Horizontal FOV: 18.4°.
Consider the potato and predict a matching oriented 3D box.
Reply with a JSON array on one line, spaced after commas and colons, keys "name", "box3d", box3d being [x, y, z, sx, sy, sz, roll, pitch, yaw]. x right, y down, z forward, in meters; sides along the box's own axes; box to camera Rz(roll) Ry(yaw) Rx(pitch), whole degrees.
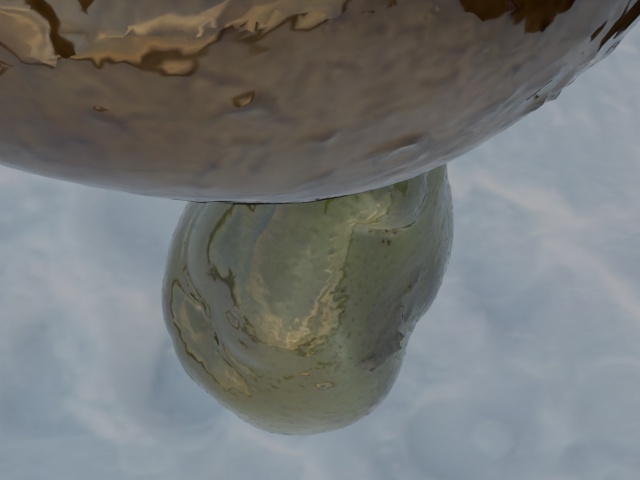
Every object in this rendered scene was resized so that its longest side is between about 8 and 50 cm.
[{"name": "potato", "box3d": [-0.002, -0.003, 1.480, 0.202, 0.218, 0.351, 24, 139, -2]}]

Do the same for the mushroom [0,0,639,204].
[{"name": "mushroom", "box3d": [-0.047, -0.195, 0.584, 0.334, 0.331, 0.356, 0, 101, 1]}]
